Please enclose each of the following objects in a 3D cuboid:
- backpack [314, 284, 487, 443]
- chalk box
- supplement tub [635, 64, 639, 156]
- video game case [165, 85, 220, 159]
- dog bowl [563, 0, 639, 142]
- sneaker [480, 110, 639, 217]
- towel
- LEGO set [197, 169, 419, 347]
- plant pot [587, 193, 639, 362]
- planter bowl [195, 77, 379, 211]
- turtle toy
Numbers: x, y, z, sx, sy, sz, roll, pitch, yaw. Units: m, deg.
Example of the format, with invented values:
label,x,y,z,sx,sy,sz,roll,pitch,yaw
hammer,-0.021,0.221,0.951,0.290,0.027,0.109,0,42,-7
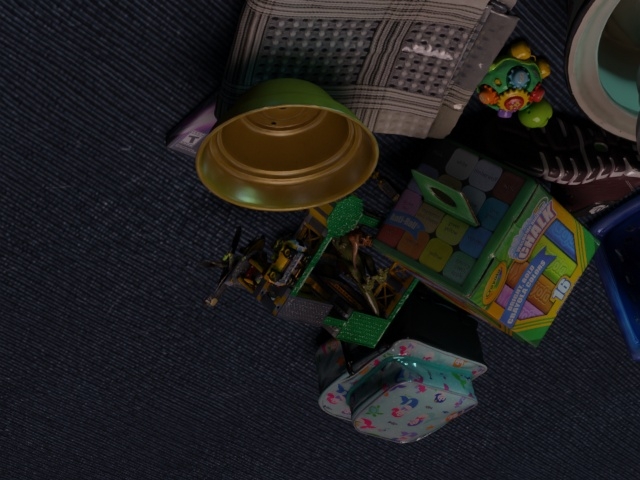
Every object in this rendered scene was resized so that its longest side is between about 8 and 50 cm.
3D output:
label,x,y,z,sx,sy,sz,roll,pitch,yaw
backpack,0.119,0.213,2.277,0.225,0.191,0.253,20,142,-36
chalk box,0.207,-0.007,1.875,0.289,0.180,0.179,33,88,-51
supplement tub,0.474,-0.069,1.525,0.235,0.325,0.235,-5,146,-3
video game case,-0.040,-0.166,1.816,0.196,0.026,0.274,21,138,-35
dog bowl,0.467,-0.287,1.627,0.408,0.150,0.408,-5,147,-3
sneaker,0.321,-0.086,1.939,0.281,0.106,0.162,7,147,-21
towel,0.056,-0.222,1.683,0.324,0.056,0.312,2,144,-16
LEGO set,0.000,0.000,1.973,0.331,0.192,0.255,7,117,-48
plant pot,0.567,0.048,2.080,0.212,0.236,0.236,18,138,-43
planter bowl,-0.043,-0.130,1.695,0.217,0.090,0.217,-4,148,-3
turtle toy,0.248,-0.189,1.801,0.095,0.066,0.130,-29,141,28
